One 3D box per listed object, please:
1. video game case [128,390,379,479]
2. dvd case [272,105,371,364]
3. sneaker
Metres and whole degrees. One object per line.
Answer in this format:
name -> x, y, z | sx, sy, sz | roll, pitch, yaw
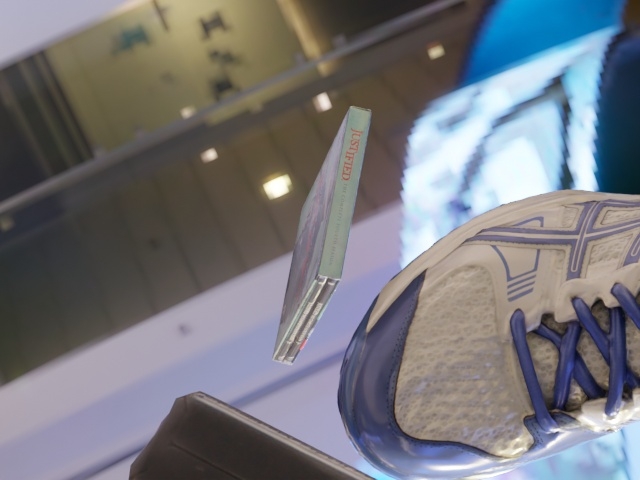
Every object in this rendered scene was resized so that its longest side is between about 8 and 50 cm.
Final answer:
video game case -> 0.088, 0.138, 0.389 | 0.196, 0.274, 0.026 | 23, -111, 32
dvd case -> 0.000, 0.000, 0.924 | 0.119, 0.013, 0.087 | 120, -18, -65
sneaker -> 0.150, 0.022, 0.824 | 0.296, 0.112, 0.131 | -22, -173, -7
